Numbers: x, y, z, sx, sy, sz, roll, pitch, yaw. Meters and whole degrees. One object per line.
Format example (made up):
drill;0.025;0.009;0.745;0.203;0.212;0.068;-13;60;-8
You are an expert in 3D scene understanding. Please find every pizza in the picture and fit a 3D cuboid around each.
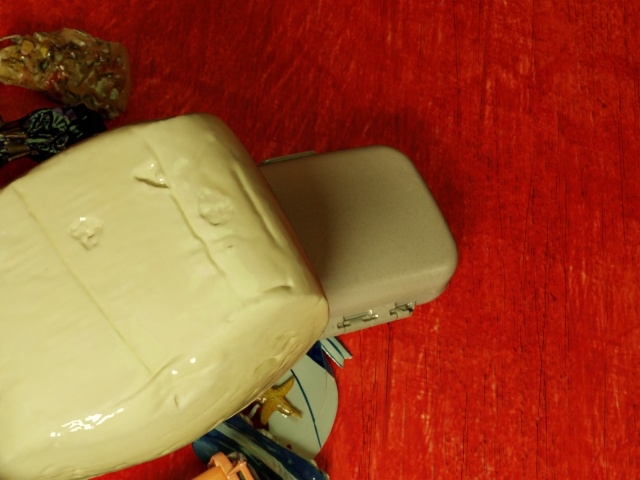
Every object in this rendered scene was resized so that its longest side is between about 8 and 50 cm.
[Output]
pizza;-0.377;-0.261;2.090;0.226;0.069;0.147;23;57;-5

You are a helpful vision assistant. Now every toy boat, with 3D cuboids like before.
toy boat;-0.048;0.222;1.933;0.220;0.067;0.291;36;43;4

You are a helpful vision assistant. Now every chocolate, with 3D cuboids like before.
chocolate;-0.409;-0.129;1.962;0.343;0.126;0.148;-15;55;-28

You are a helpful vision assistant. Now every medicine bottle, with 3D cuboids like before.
medicine bottle;0.000;0.000;2.031;0.375;0.123;0.282;-14;61;-25

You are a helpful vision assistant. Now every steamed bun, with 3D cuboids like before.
steamed bun;-0.238;0.091;1.775;0.456;0.290;0.371;-26;71;-7

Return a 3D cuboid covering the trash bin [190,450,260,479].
trash bin;-0.166;0.371;1.714;0.239;0.184;0.161;-23;69;-24
